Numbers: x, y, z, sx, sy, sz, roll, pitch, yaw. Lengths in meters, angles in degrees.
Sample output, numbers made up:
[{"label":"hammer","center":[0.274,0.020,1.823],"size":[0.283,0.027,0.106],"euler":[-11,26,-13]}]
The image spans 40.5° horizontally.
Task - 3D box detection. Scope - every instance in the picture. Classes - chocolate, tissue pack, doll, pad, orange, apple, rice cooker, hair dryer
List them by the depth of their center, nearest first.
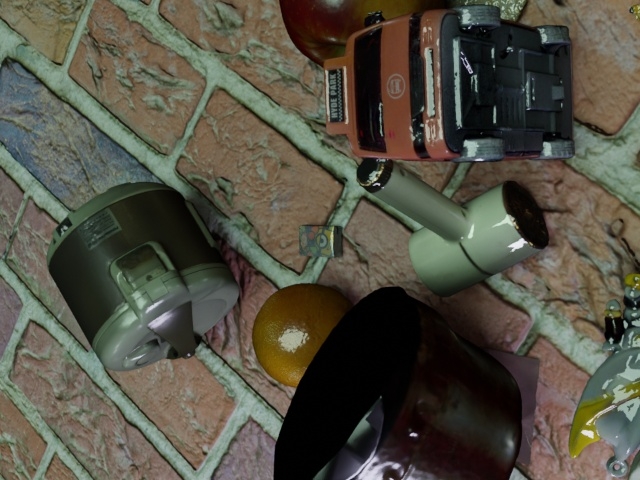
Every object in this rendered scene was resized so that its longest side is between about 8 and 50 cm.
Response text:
[{"label":"doll","center":[0.481,0.209,1.312],"size":[0.103,0.145,0.316],"euler":[-158,76,-69]},{"label":"hair dryer","center":[0.175,-0.045,1.349],"size":[0.203,0.362,0.128],"euler":[-31,47,34]},{"label":"chocolate","center":[0.150,0.302,1.383],"size":[0.331,0.384,0.384],"euler":[34,119,-13]},{"label":"apple","center":[0.074,-0.419,1.408],"size":[0.288,0.288,0.317],"euler":[20,90,31]},{"label":"pad","center":[0.315,0.283,1.489],"size":[0.113,0.006,0.188],"euler":[9,101,33]},{"label":"orange","center":[-0.024,0.173,1.603],"size":[0.206,0.206,0.206],"euler":[5,98,34]},{"label":"tissue pack","center":[0.000,0.000,1.656],"size":[0.083,0.035,0.063],"euler":[5,99,36]},{"label":"rice cooker","center":[-0.345,0.081,1.735],"size":[0.335,0.335,0.325],"euler":[-44,70,30]}]

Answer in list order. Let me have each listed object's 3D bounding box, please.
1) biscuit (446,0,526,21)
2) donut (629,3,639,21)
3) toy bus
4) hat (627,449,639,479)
[{"label":"biscuit","center":[0.273,-0.410,1.426],"size":[0.152,0.020,0.152],"euler":[5,100,33]},{"label":"donut","center":[0.491,-0.310,1.278],"size":[0.083,0.038,0.067],"euler":[35,116,32]},{"label":"toy bus","center":[0.209,-0.211,1.250],"size":[0.233,0.427,0.203],"euler":[0,95,38]},{"label":"hat","center":[0.586,0.284,1.234],"size":[0.258,0.168,0.301],"euler":[28,87,2]}]
